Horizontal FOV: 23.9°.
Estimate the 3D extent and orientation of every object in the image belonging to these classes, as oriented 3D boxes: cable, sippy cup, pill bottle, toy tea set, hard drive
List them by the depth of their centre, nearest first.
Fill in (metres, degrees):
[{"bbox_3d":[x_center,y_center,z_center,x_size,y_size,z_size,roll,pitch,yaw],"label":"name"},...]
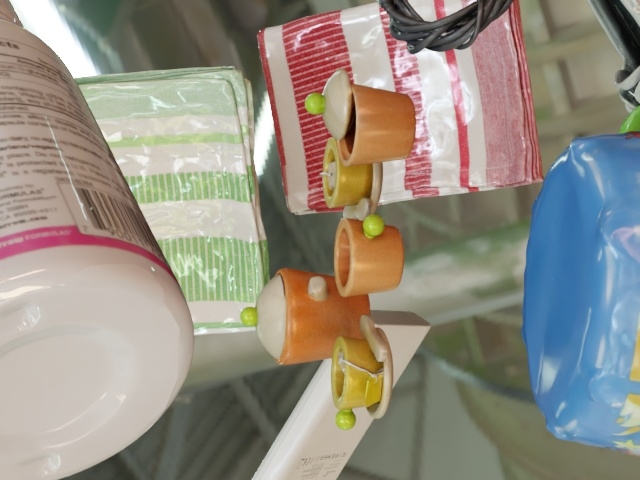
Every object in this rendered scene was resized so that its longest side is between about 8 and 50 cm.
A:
[{"bbox_3d":[-0.188,-0.020,0.812,0.160,0.160,0.283,49,-173,-50],"label":"pill bottle"},{"bbox_3d":[0.235,0.031,0.830,0.305,0.224,0.240,180,92,-82],"label":"sippy cup"},{"bbox_3d":[0.120,-0.238,1.338,0.047,0.151,0.184,58,-169,-47],"label":"cable"},{"bbox_3d":[0.000,0.000,1.424,0.200,0.124,0.336,-128,41,-70],"label":"toy tea set"},{"bbox_3d":[0.021,0.231,2.020,0.040,0.307,0.203,35,-168,24],"label":"hard drive"}]

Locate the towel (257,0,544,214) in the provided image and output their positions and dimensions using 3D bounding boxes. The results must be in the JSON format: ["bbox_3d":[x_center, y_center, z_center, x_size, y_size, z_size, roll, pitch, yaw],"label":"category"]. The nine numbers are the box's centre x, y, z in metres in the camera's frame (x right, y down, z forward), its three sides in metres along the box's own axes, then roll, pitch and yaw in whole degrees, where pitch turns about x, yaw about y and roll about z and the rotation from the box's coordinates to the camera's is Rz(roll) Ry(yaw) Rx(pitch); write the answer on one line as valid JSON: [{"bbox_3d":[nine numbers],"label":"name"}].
[{"bbox_3d":[0.087,-0.162,1.765,0.037,0.329,0.237,-18,-81,-63],"label":"towel"}]

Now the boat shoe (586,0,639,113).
[{"bbox_3d":[0.254,-0.132,1.133,0.227,0.081,0.079,63,168,-4],"label":"boat shoe"}]

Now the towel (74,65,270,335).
[{"bbox_3d":[-0.184,-0.033,1.690,0.038,0.248,0.324,-89,-6,-62],"label":"towel"}]
